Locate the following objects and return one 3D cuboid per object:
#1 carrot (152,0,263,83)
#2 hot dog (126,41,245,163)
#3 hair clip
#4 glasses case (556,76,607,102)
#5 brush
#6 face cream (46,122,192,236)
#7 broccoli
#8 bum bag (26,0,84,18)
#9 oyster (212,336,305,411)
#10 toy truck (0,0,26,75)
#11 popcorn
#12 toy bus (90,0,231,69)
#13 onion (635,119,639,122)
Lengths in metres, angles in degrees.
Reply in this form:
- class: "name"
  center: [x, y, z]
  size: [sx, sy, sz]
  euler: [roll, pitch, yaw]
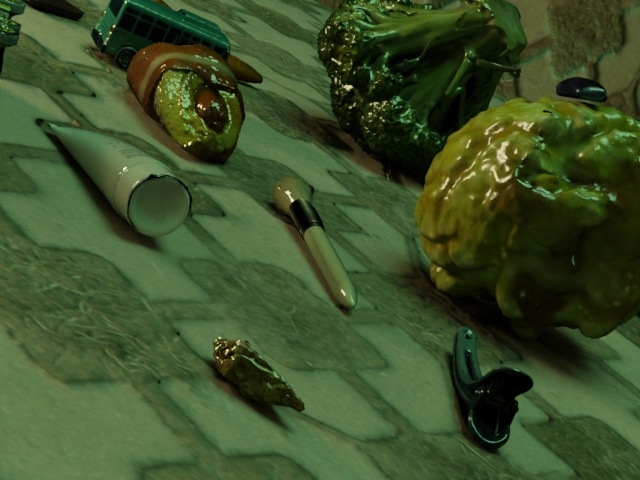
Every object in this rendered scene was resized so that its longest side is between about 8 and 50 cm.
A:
- class: "carrot"
  center: [-0.176, -0.265, 2.280]
  size: [0.256, 0.061, 0.061]
  euler: [31, 8, -40]
- class: "hot dog"
  center: [-0.144, -0.169, 1.867]
  size: [0.123, 0.093, 0.261]
  euler: [20, 15, -31]
- class: "hair clip"
  center: [0.134, 0.117, 1.455]
  size: [0.039, 0.070, 0.229]
  euler: [22, 6, -9]
- class: "glasses case"
  center: [0.269, -0.157, 1.732]
  size: [0.033, 0.023, 0.083]
  euler: [8, 7, -10]
- class: "brush"
  center: [0.000, 0.000, 1.644]
  size: [0.042, 0.039, 0.299]
  euler: [24, 15, -23]
- class: "face cream"
  center: [-0.175, -0.063, 1.495]
  size: [0.092, 0.058, 0.243]
  euler: [16, 11, -26]
- class: "broccoli"
  center: [0.147, -0.223, 2.301]
  size: [0.304, 0.283, 0.321]
  euler: [62, 29, 6]
- class: "bum bag"
  center: [-0.383, -0.335, 2.162]
  size: [0.159, 0.026, 0.109]
  euler: [36, 14, 29]
- class: "oyster"
  center: [-0.048, 0.095, 1.192]
  size: [0.051, 0.034, 0.093]
  euler: [39, -5, -30]
- class: "toy truck"
  center: [-0.344, -0.189, 1.559]
  size: [0.116, 0.085, 0.191]
  euler: [20, 17, -14]
- class: "popcorn"
  center: [0.234, -0.024, 1.762]
  size: [0.282, 0.282, 0.247]
  euler: [27, 18, -6]
- class: "toy bus"
  center: [-0.190, -0.243, 2.060]
  size: [0.160, 0.092, 0.079]
  euler: [22, 15, -25]
- class: "onion"
  center: [0.453, -0.063, 2.481]
  size: [0.252, 0.252, 0.219]
  euler: [31, 58, 22]
